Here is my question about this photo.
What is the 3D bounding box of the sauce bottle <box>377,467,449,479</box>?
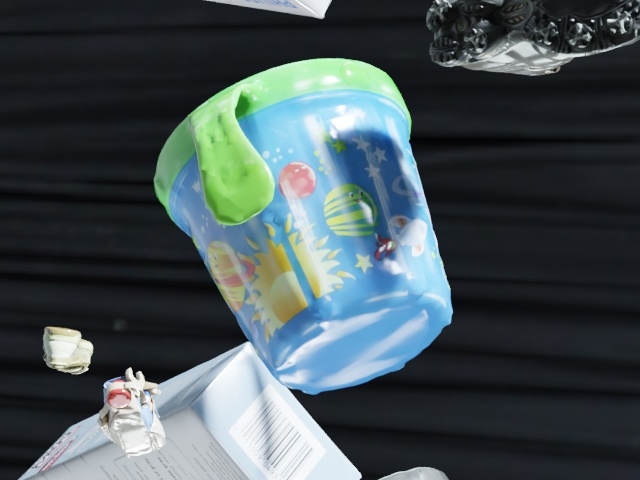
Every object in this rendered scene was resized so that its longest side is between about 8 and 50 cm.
[{"bbox_3d":[0.100,0.277,0.889,0.344,0.111,0.111,62,5,31],"label":"sauce bottle"}]

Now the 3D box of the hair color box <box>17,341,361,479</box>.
[{"bbox_3d":[-0.150,0.254,1.850,0.185,0.374,0.113,51,49,-10],"label":"hair color box"}]

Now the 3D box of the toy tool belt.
[{"bbox_3d":[-0.151,0.128,1.379,0.051,0.052,0.083,-101,176,-47],"label":"toy tool belt"}]

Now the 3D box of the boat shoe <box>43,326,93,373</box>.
[{"bbox_3d":[-0.295,0.135,2.030,0.153,0.056,0.048,112,-15,-77],"label":"boat shoe"}]

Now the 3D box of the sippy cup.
[{"bbox_3d":[0.000,0.000,1.516,0.305,0.240,0.224,-2,55,-34],"label":"sippy cup"}]

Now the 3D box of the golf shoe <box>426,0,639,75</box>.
[{"bbox_3d":[0.184,-0.173,1.392,0.094,0.198,0.077,14,79,-54],"label":"golf shoe"}]

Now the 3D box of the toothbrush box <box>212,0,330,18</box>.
[{"bbox_3d":[-0.133,-0.258,1.020,0.295,0.216,0.126,29,83,-38],"label":"toothbrush box"}]
